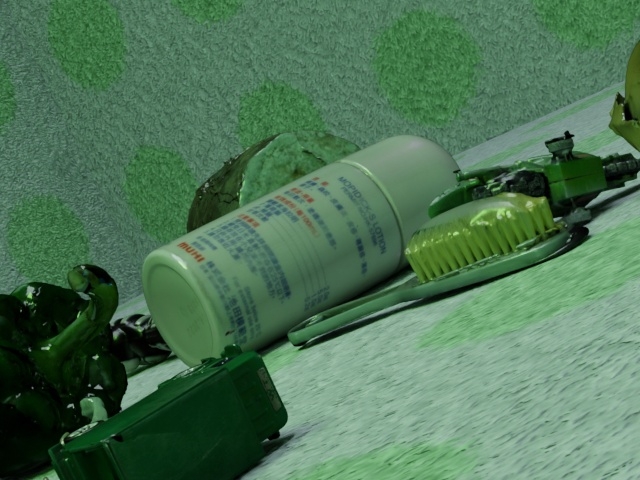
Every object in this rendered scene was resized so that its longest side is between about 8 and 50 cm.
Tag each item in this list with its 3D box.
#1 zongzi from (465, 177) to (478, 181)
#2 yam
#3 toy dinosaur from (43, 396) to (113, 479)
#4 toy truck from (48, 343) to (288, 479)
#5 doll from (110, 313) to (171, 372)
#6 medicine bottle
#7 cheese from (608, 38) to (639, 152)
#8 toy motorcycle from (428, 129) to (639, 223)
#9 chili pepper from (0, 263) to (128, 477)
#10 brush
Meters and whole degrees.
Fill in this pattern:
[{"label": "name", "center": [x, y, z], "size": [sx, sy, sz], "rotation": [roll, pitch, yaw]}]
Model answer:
[{"label": "zongzi", "center": [0.078, -0.012, 1.604], "size": [0.176, 0.078, 0.160], "rotation": [-19, 11, 33]}, {"label": "yam", "center": [-0.049, -0.024, 1.828], "size": [0.202, 0.201, 0.271], "rotation": [-26, -3, -21]}, {"label": "toy dinosaur", "center": [-0.130, 0.143, 1.042], "size": [0.187, 0.044, 0.106], "rotation": [-12, 19, 11]}, {"label": "toy truck", "center": [-0.083, 0.113, 0.864], "size": [0.079, 0.065, 0.147], "rotation": [-20, 7, 42]}, {"label": "doll", "center": [-0.193, 0.111, 1.774], "size": [0.219, 0.067, 0.091], "rotation": [-16, 5, 36]}, {"label": "medicine bottle", "center": [0.000, 0.000, 1.467], "size": [0.341, 0.130, 0.130], "rotation": [-28, 4, -30]}, {"label": "cheese", "center": [0.359, -0.142, 1.138], "size": [0.316, 0.128, 0.259], "rotation": [-15, 1, 39]}, {"label": "toy motorcycle", "center": [0.184, -0.046, 1.255], "size": [0.190, 0.074, 0.106], "rotation": [-12, -1, -40]}, {"label": "chili pepper", "center": [-0.252, 0.114, 1.323], "size": [0.261, 0.165, 0.174], "rotation": [-27, -17, 36]}, {"label": "brush", "center": [0.076, 0.019, 1.202], "size": [0.297, 0.060, 0.068], "rotation": [-23, 7, 37]}]
